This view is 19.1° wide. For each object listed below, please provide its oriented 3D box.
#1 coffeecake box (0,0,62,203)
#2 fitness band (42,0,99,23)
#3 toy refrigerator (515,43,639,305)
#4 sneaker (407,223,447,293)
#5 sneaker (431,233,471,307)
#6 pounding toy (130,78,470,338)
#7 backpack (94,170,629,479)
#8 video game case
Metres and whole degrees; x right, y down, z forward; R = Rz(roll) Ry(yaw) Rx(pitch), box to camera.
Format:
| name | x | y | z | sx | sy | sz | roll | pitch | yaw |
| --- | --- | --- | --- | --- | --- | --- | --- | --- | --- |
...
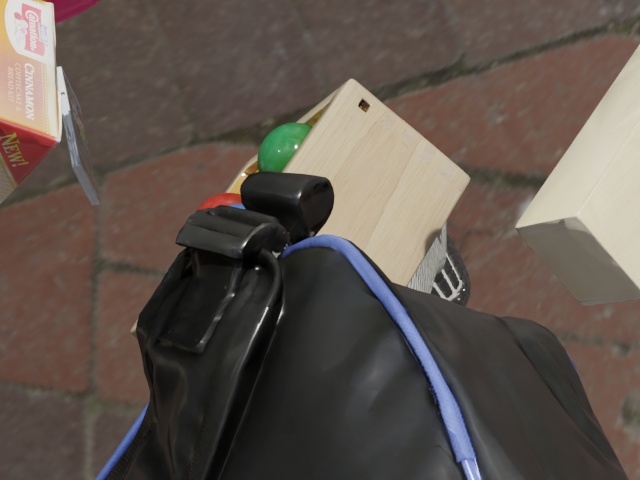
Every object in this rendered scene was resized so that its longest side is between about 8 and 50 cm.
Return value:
| name | x | y | z | sx | sy | sz | roll | pitch | yaw |
| --- | --- | --- | --- | --- | --- | --- | --- | --- | --- |
| coffeecake box | -0.208 | -0.049 | 0.676 | 0.185 | 0.068 | 0.142 | 17 | 139 | -33 |
| fitness band | -0.253 | -0.295 | 1.681 | 0.209 | 0.291 | 0.054 | -39 | 63 | -3 |
| toy refrigerator | 0.288 | -0.076 | 1.674 | 0.102 | 0.269 | 0.094 | 46 | 151 | -20 |
| sneaker | 0.000 | 0.000 | 1.299 | 0.151 | 0.256 | 0.094 | -1 | 91 | 10 |
| sneaker | 0.044 | 0.078 | 2.038 | 0.121 | 0.300 | 0.111 | -17 | 102 | 50 |
| pounding toy | -0.046 | 0.041 | 0.969 | 0.094 | 0.206 | 0.181 | 39 | 148 | -11 |
| backpack | 0.000 | 0.167 | 0.556 | 0.263 | 0.276 | 0.213 | -42 | 132 | 18 |
| video game case | -0.252 | -0.107 | 1.970 | 0.011 | 0.087 | 0.122 | -15 | 63 | 1 |
